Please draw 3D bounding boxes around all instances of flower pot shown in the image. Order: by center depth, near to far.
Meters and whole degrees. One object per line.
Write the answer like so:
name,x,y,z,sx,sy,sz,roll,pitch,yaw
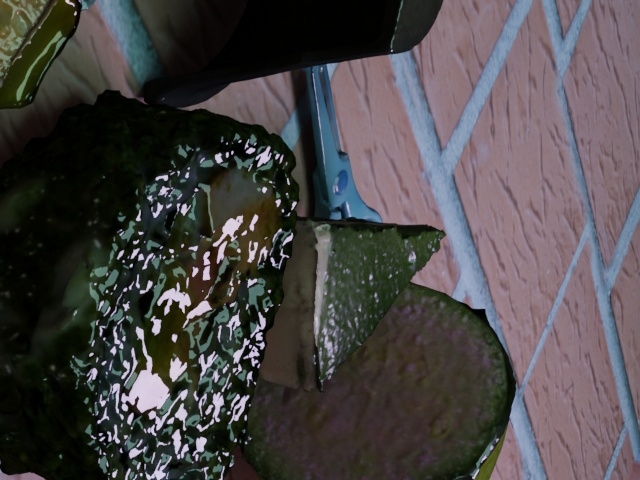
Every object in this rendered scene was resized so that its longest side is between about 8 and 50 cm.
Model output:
flower pot,-0.024,-0.299,1.538,0.379,0.251,0.379,-28,122,-57

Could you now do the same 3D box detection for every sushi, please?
sushi,-0.170,0.046,1.448,0.294,0.178,0.352,26,79,-61

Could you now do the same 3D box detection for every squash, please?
squash,0.062,0.245,1.900,0.309,0.310,0.310,83,30,-50

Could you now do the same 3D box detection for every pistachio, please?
pistachio,-0.254,-0.142,1.349,0.173,0.049,0.089,-49,150,-30

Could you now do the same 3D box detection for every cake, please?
cake,0.003,-0.001,1.776,0.283,0.158,0.172,-44,134,-40

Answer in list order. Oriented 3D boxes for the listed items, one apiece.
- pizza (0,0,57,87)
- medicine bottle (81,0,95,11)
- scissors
pizza,-0.272,-0.230,1.257,0.204,0.080,0.188,38,66,-36
medicine bottle,-0.220,-0.281,1.359,0.090,0.054,0.208,-49,141,-42
scissors,0.011,-0.058,1.938,0.180,0.032,0.393,-53,145,-42
